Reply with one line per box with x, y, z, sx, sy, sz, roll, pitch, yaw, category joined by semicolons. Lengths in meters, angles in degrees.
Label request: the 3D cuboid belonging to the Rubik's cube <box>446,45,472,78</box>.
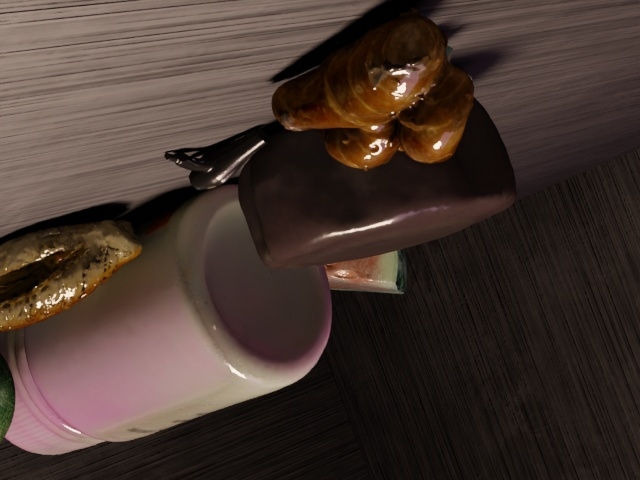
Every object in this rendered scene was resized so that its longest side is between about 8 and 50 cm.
0.078;-0.109;0.974;0.073;0.084;0.075;-17;-167;17;Rubik's cube

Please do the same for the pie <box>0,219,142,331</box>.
-0.255;0.032;1.229;0.193;0.079;0.163;-26;178;36;pie

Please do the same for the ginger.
0.045;-0.096;0.890;0.162;0.103;0.073;-15;-143;51;ginger

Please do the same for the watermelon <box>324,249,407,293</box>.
0.000;0.000;1.891;0.226;0.148;0.318;5;175;-35;watermelon

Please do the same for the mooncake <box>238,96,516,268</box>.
0.048;-0.053;1.162;0.245;0.133;0.245;-20;176;-1;mooncake

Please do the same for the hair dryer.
-0.092;-0.070;1.067;0.079;0.031;0.083;-34;162;26;hair dryer

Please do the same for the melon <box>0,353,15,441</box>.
-0.428;0.170;1.360;0.287;0.182;0.182;-5;-173;40;melon

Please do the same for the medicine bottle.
-0.192;0.100;1.404;0.388;0.219;0.219;-25;174;38;medicine bottle
